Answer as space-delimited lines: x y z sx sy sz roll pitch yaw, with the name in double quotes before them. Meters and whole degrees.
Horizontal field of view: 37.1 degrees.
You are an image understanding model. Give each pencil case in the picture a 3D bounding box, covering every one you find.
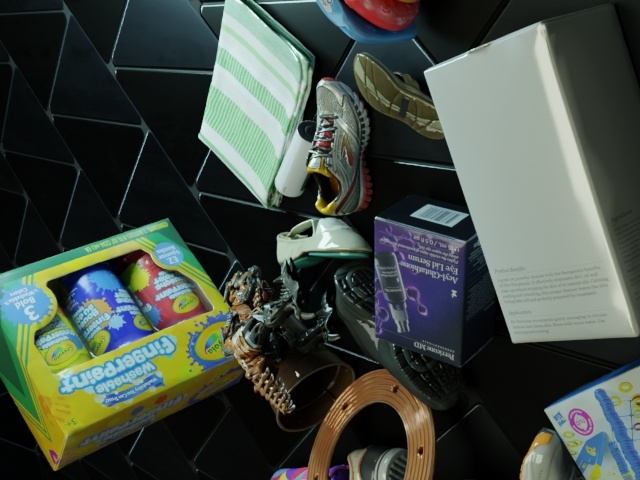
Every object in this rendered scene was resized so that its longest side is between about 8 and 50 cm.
"pencil case" -0.010 0.492 1.873 0.236 0.104 0.104 -21 91 52

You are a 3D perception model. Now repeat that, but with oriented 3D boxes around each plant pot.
"plant pot" -0.048 0.232 1.743 0.165 0.167 0.167 49 141 37

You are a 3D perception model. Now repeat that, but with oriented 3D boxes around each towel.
"towel" -0.120 -0.245 1.679 0.248 0.038 0.325 46 139 29

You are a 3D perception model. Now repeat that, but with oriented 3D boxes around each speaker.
"speaker" -0.034 -0.137 1.609 0.055 0.055 0.136 51 140 22

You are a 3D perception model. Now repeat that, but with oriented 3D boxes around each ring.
"ring" 0.084 0.381 1.601 0.336 0.032 0.336 -39 39 41

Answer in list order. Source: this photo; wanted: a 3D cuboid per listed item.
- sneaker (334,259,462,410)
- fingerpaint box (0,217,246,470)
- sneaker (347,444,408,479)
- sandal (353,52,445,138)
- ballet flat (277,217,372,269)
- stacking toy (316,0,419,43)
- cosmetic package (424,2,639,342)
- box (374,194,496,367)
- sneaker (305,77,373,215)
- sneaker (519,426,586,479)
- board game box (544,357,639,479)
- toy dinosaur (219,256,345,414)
"sneaker" 0.123 0.163 1.543 0.286 0.109 0.130 53 153 27
"fingerpaint box" -0.415 0.192 1.937 0.371 0.445 0.163 53 141 20
"sneaker" 0.119 0.518 1.697 0.127 0.126 0.321 -1 96 47
"sandal" 0.123 -0.212 1.383 0.180 0.049 0.072 35 140 17
"ballet flat" 0.000 0.000 1.625 0.248 0.086 0.086 -12 98 55
"stacking toy" 0.132 -0.397 1.211 0.302 0.166 0.175 -34 79 39
"cosmetic package" 0.289 -0.073 1.145 0.197 0.155 0.365 -10 99 53
"box" 0.168 0.056 1.385 0.153 0.108 0.207 16 120 34
"sneaker" 0.025 -0.143 1.499 0.088 0.092 0.225 13 117 49
"sneaker" 0.363 0.364 1.312 0.121 0.099 0.262 4 129 41
"board game box" 0.469 0.277 1.154 0.302 0.086 0.308 60 143 11
"toy dinosaur" -0.078 0.161 1.646 0.218 0.164 0.322 -35 62 16
